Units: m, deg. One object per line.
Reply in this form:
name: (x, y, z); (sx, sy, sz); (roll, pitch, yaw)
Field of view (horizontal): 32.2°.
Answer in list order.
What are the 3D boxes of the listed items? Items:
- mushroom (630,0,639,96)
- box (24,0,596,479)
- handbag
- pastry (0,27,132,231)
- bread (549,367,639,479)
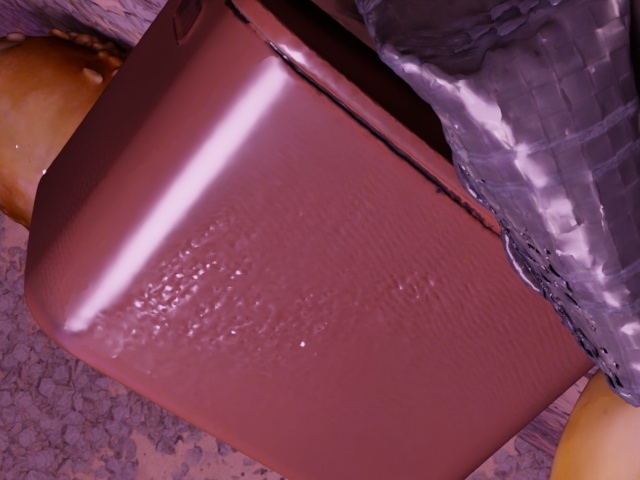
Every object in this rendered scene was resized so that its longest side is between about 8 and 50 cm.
mushroom: (0.159, -0.077, 0.483); (0.109, 0.097, 0.351); (55, 176, 4)
box: (0.000, 0.000, 0.741); (0.339, 0.229, 0.239); (35, -164, -24)
handbag: (0.077, -0.060, 0.480); (0.270, 0.088, 0.175); (-107, -8, -58)
pastry: (-0.280, -0.105, 1.353); (0.409, 0.245, 0.409); (34, 169, 7)
bread: (0.393, 0.241, 0.924); (0.424, 0.329, 0.245); (24, 142, -25)
